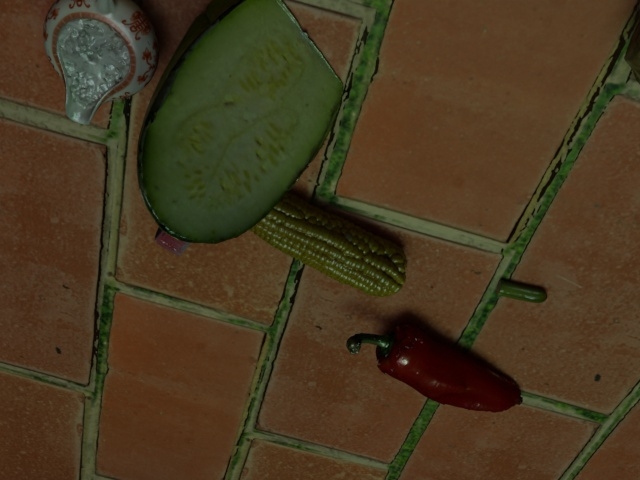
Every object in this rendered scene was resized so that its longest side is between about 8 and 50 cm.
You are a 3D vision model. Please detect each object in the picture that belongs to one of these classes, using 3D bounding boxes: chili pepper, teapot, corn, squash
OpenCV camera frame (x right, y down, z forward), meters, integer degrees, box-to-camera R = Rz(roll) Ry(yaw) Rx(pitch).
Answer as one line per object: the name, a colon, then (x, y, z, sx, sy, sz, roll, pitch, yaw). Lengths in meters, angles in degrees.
chili pepper: (0.211, 0.230, 1.505, 0.387, 0.110, 0.110, 28, 130, -20)
teapot: (-0.299, -0.280, 1.151, 0.159, 0.116, 0.246, 24, 134, 7)
corn: (0.001, 0.002, 1.343, 0.312, 0.102, 0.102, 24, 130, -11)
squash: (-0.120, -0.149, 1.096, 0.210, 0.309, 0.234, -23, 123, 26)
squash: (0.339, 0.088, 1.404, 0.083, 0.027, 0.028, 13, 131, -2)

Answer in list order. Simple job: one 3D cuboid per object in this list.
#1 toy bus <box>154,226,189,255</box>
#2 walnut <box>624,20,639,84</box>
toy bus: (-0.200, -0.053, 1.348, 0.065, 0.077, 0.192, 34, 127, -15)
walnut: (0.467, -0.238, 1.021, 0.184, 0.155, 0.156, -5, 129, 17)
